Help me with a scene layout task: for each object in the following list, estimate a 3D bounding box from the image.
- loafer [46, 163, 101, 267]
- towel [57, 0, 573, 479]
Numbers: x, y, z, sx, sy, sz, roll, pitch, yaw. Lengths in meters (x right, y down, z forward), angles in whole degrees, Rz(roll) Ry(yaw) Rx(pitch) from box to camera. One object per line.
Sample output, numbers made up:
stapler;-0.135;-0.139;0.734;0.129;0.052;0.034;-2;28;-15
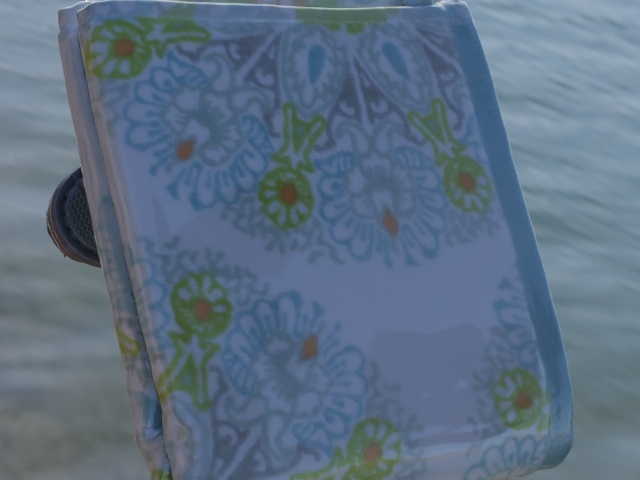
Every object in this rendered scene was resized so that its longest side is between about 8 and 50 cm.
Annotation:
loafer;-0.076;-0.044;1.228;0.302;0.109;0.095;-22;1;-29
towel;0.000;0.000;1.103;0.320;0.090;0.375;-7;76;-31
